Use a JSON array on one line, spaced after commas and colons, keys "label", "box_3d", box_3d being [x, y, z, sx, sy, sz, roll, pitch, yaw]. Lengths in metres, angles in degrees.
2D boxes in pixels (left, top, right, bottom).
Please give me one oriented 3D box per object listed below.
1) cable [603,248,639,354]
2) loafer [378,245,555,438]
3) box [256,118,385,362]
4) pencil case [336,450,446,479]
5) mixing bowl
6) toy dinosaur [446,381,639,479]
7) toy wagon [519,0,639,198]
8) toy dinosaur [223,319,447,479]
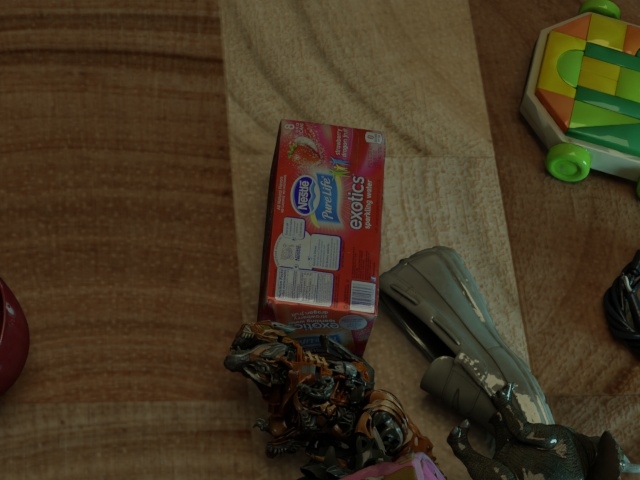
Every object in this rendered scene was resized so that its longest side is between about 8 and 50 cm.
[{"label": "cable", "box_3d": [0.432, 0.090, 2.091, 0.184, 0.047, 0.150, 35, 59, 11]}, {"label": "loafer", "box_3d": [0.166, 0.152, 1.978, 0.111, 0.112, 0.319, -23, 60, -13]}, {"label": "box", "box_3d": [0.000, 0.000, 2.027, 0.128, 0.122, 0.257, 7, 58, -6]}, {"label": "pencil case", "box_3d": [-0.034, 0.338, 1.711, 0.386, 0.167, 0.160, -24, 71, 10]}, {"label": "mixing bowl", "box_3d": [-0.380, 0.110, 1.889, 0.181, 0.098, 0.181, -12, 66, 28]}, {"label": "toy dinosaur", "box_3d": [0.197, 0.254, 1.800, 0.313, 0.121, 0.160, -33, 68, -26]}, {"label": "toy wagon", "box_3d": [0.432, -0.171, 2.240, 0.344, 0.068, 0.267, 16, 57, 1]}, {"label": "toy dinosaur", "box_3d": [0.033, 0.215, 1.886, 0.322, 0.164, 0.218, 22, 47, 7]}]
